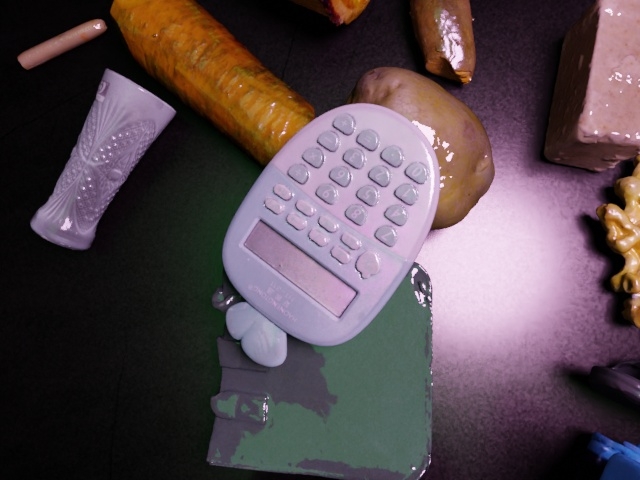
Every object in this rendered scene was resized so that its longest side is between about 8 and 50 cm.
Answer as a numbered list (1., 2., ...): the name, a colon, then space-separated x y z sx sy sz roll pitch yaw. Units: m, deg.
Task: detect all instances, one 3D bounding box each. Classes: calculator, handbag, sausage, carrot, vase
1. calculator: 0.000 0.000 0.465 0.184 0.042 0.295 37 101 10
2. handbag: -0.003 0.142 0.526 0.260 0.079 0.247 3 83 6
3. sausage: -0.366 -0.280 0.636 0.132 0.024 0.024 -24 82 3
4. carrot: -0.128 -0.204 0.562 0.302 0.114 0.114 41 88 6
5. vase: -0.282 -0.097 0.575 0.096 0.096 0.219 29 89 8

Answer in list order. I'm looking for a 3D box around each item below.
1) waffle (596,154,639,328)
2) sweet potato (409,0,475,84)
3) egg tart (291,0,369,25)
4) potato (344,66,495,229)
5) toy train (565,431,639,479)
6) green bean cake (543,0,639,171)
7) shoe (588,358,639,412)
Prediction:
1. waffle: 0.422 0.006 0.513 0.219 0.057 0.229 -38 81 0
2. sweet potato: 0.143 -0.316 0.569 0.077 0.077 0.243 -13 83 3
3. egg tart: -0.008 -0.379 0.538 0.171 0.215 0.215 18 85 23
4. potato: 0.102 -0.105 0.521 0.200 0.137 0.154 35 114 9
5. toy train: 0.355 0.312 0.378 0.300 0.265 0.188 26 86 9
6. green bean cake: 0.329 -0.179 0.518 0.085 0.109 0.179 12 84 7
7. shoe: 0.409 0.164 0.473 0.241 0.108 0.093 24 86 1
